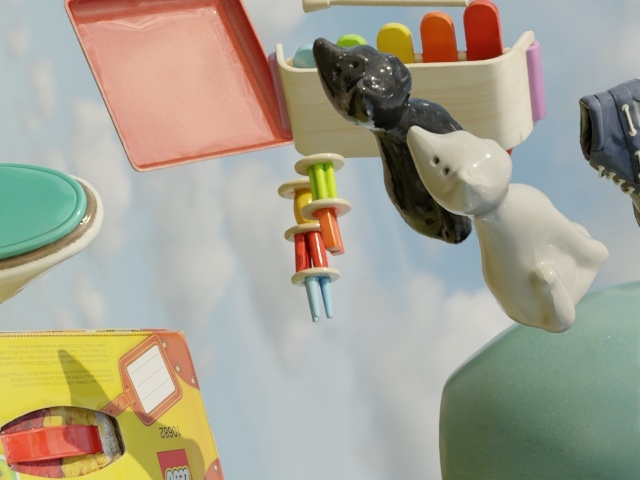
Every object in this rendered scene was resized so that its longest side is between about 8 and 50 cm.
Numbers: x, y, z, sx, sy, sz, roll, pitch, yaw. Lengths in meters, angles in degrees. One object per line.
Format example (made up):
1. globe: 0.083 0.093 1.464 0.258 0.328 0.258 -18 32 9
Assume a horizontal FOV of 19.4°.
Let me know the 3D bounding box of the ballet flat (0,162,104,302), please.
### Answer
1. ballet flat: -0.360 0.022 1.537 0.139 0.400 0.139 -6 90 -82

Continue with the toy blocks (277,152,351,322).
1. toy blocks: 0.000 0.000 1.927 0.123 0.054 0.148 129 -45 -65

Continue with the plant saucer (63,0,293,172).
1. plant saucer: -0.182 -0.208 2.419 0.048 0.258 0.259 -48 -118 51

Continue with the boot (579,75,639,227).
1. boot: 0.311 -0.080 1.929 0.069 0.086 0.190 -121 -163 -57

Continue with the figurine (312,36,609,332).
1. figurine: 0.097 -0.048 1.385 0.215 0.092 0.209 45 1 43

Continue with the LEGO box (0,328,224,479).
1. LEGO box: -0.358 0.214 1.538 0.500 0.372 0.193 5 67 -66

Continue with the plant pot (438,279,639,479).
1. plant pot: 0.214 0.183 1.681 0.290 0.195 0.290 -3 90 -75

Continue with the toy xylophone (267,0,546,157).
1. toy xylophone: 0.092 -0.188 2.105 0.081 0.323 0.236 -70 162 -54
